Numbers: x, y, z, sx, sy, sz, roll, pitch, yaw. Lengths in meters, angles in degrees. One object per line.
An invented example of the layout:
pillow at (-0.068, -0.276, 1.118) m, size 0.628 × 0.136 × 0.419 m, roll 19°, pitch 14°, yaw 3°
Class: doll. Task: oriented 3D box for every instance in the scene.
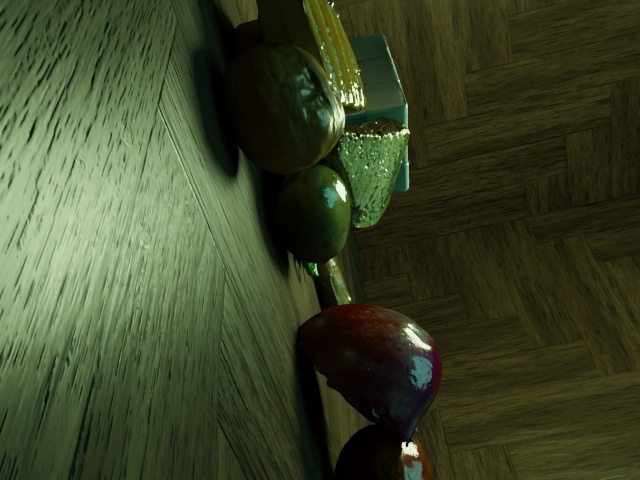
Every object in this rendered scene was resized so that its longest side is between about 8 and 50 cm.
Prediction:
doll at (-0.026, 0.035, 1.759) m, size 0.190 × 0.050 × 0.115 m, roll -38°, pitch 108°, yaw -82°

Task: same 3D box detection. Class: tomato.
tomato at (0.112, 0.219, 1.484) m, size 0.290 × 0.176 × 0.335 m, roll 37°, pitch 10°, yaw -7°

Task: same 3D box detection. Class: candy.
candy at (-0.103, -0.328, 1.562) m, size 0.255 × 0.095 × 0.255 m, roll -13°, pitch 90°, yaw -84°

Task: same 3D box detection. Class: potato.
potato at (-0.015, -0.042, 1.515) m, size 0.159 × 0.174 × 0.251 m, roll 33°, pitch -21°, yaw 28°

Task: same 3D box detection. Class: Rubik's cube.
Rubik's cube at (0.050, -0.294, 1.880) m, size 0.291 × 0.291 × 0.291 m, roll 83°, pitch -1°, yaw -50°

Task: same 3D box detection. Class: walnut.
walnut at (-0.064, -0.222, 1.252) m, size 0.195 × 0.195 × 0.221 m, roll -54°, pitch 122°, yaw -83°

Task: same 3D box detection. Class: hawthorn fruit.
hawthorn fruit at (0.120, 0.455, 1.495) m, size 0.253 × 0.205 × 0.205 m, roll -92°, pitch 168°, yaw -57°

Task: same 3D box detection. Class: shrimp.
shrimp at (0.028, 0.108, 2.029) m, size 0.168 × 0.077 × 0.317 m, roll -92°, pitch 165°, yaw -76°

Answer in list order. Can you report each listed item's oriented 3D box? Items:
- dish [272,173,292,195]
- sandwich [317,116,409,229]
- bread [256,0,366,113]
dish at (-0.033, -0.156, 1.655) m, size 0.108 × 0.221 × 0.262 m, roll 34°, pitch -7°, yaw 27°
sandwich at (0.061, -0.136, 1.601) m, size 0.288 × 0.100 × 0.254 m, roll -11°, pitch 130°, yaw -55°
bread at (-0.014, -0.358, 1.452) m, size 0.239 × 0.111 × 0.246 m, roll -18°, pitch 91°, yaw -70°
